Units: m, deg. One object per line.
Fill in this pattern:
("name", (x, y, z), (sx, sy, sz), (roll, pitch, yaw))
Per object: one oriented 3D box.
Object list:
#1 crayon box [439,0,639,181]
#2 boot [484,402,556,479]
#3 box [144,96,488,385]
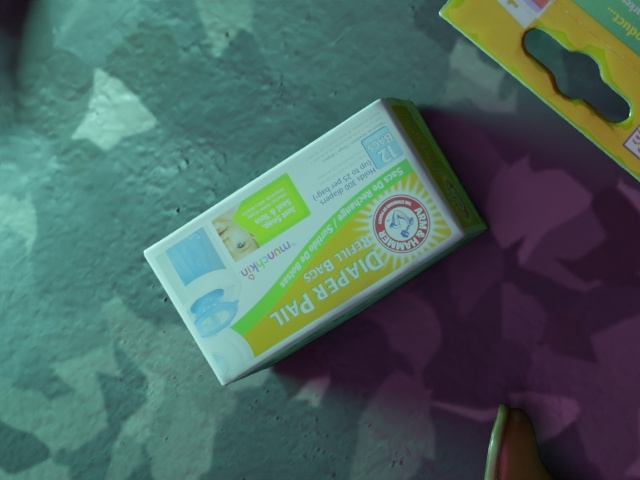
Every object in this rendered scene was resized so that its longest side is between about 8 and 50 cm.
("crayon box", (0.260, -0.211, 1.159), (0.203, 0.083, 0.323), (41, 101, 9))
("boot", (0.194, 0.201, 1.205), (0.152, 0.073, 0.197), (-6, 104, 16))
("box", (0.000, 0.000, 1.224), (0.203, 0.103, 0.114), (-33, 85, 14))
